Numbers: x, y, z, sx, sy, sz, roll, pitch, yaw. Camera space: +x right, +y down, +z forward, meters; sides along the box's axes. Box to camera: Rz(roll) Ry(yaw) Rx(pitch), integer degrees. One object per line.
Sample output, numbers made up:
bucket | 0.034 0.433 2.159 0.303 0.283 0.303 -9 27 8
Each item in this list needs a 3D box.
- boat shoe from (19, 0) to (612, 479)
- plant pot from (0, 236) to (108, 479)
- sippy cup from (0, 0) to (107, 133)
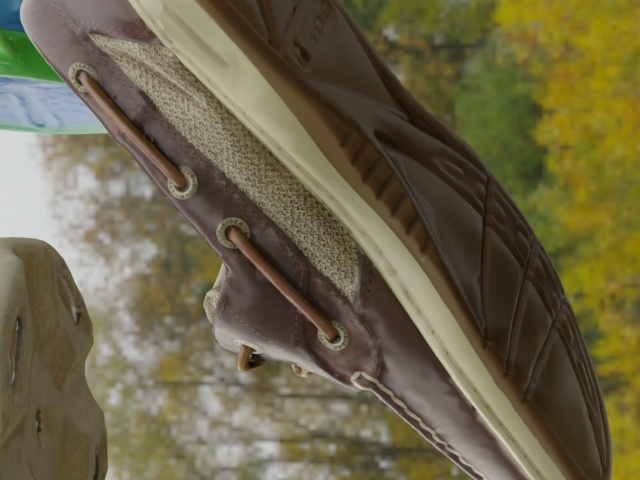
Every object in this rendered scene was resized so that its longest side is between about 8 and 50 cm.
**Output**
boat shoe | 0.000 0.000 0.736 0.342 0.123 0.123 49 -150 -17
plant pot | -0.300 0.123 0.988 0.334 0.306 0.333 -5 -90 -83
sippy cup | -0.233 -0.214 1.307 0.305 0.240 0.224 -9 75 59
